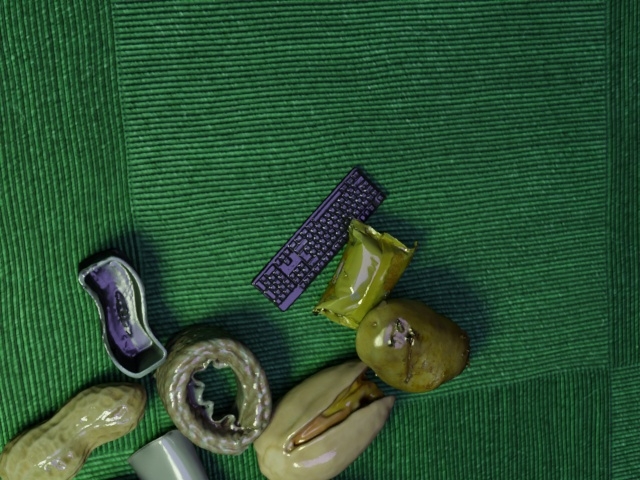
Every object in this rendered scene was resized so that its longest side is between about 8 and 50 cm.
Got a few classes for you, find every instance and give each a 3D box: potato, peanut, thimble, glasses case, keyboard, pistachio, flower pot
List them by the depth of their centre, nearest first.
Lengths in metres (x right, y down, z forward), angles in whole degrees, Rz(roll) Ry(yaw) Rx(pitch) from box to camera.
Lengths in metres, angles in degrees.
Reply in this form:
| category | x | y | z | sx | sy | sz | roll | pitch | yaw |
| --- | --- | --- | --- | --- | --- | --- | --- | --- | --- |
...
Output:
| category | x | y | z | sx | sy | sz | roll | pitch | yaw |
| --- | --- | --- | --- | --- | --- | --- | --- | --- | --- |
| peanut | -0.449 | 0.357 | 1.685 | 0.298 | 0.136 | 0.120 | -35 | 140 | -9 |
| flower pot | -0.362 | 0.130 | 1.686 | 0.103 | 0.108 | 0.229 | -21 | 105 | -12 |
| thimble | -0.200 | 0.277 | 1.741 | 0.196 | 0.148 | 0.229 | -45 | 110 | -7 |
| glasses case | -0.257 | 0.518 | 1.781 | 0.128 | 0.083 | 0.308 | -25 | 90 | 20 |
| pistachio | 0.006 | 0.364 | 1.809 | 0.299 | 0.187 | 0.188 | -33 | 107 | -15 |
| potato | 0.189 | 0.213 | 1.811 | 0.300 | 0.140 | 0.173 | 28 | 88 | -46 |
| keyboard | 0.000 | 0.000 | 1.815 | 0.101 | 0.018 | 0.310 | 43 | 86 | -18 |

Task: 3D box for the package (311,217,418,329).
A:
| category | x | y | z | sx | sy | sz | roll | pitch | yaw |
| --- | --- | --- | --- | --- | --- | --- | --- | --- | --- |
| package | 0.091 | 0.077 | 1.816 | 0.168 | 0.090 | 0.226 | 22 | 99 | -22 |
